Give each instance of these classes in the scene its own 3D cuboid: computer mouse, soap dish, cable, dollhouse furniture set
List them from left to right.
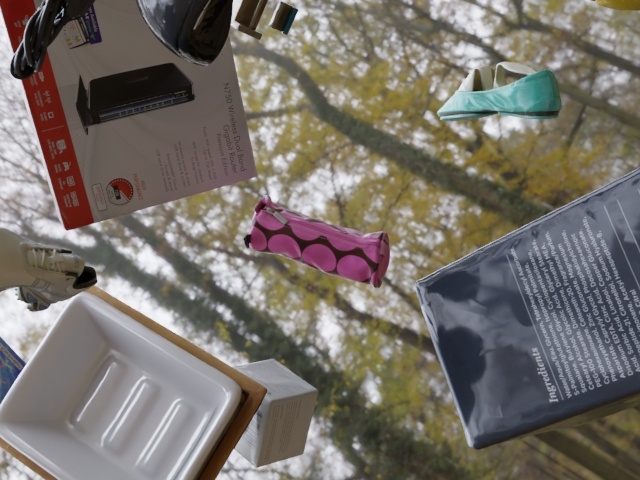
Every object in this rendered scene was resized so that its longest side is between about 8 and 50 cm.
[{"bbox_3d":[-0.312,-0.269,1.046,0.047,0.150,0.184,35,-96,-29],"label":"cable"},{"bbox_3d":[-0.233,0.217,1.101,0.229,0.290,0.118,-59,-21,-10],"label":"soap dish"},{"bbox_3d":[-0.125,-0.261,0.698,0.060,0.184,0.262,-28,-13,-30],"label":"computer mouse"},{"bbox_3d":[-0.051,-0.394,1.361,0.129,0.129,0.184,18,-74,-29],"label":"dollhouse furniture set"}]

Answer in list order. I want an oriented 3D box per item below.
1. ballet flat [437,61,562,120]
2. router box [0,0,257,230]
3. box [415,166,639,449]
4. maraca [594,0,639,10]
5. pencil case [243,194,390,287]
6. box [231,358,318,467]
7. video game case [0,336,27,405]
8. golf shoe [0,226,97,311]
[{"bbox_3d":[0.271,-0.228,1.366,0.083,0.247,0.087,-8,-81,-31],"label":"ballet flat"},{"bbox_3d":[-0.273,-0.218,1.297,0.301,0.082,0.336,-18,-68,-18],"label":"router box"},{"bbox_3d":[0.366,0.068,1.018,0.395,0.212,0.293,-31,-22,33],"label":"box"},{"bbox_3d":[0.251,-0.229,0.712,0.127,0.185,0.099,-49,1,-41],"label":"maraca"},{"bbox_3d":[0.000,0.000,1.295,0.098,0.209,0.095,97,-170,-53],"label":"pencil case"},{"bbox_3d":[-0.073,0.227,1.190,0.087,0.102,0.101,-4,-66,-43],"label":"box"},{"bbox_3d":[-0.566,0.213,1.287,0.061,0.269,0.244,-25,19,48],"label":"video game case"},{"bbox_3d":[-0.283,0.019,0.889,0.086,0.069,0.176,-13,-16,4],"label":"golf shoe"}]
